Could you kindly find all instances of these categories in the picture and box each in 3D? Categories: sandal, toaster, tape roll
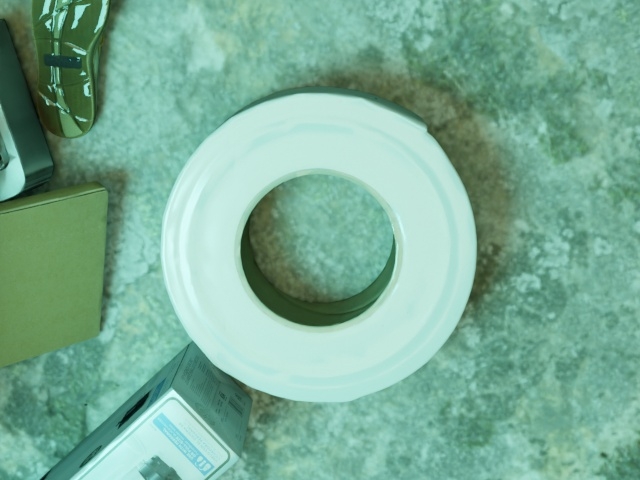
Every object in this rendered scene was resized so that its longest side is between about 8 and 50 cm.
[{"bbox_3d":[-0.226,-0.183,1.112,0.072,0.049,0.180,10,115,5],"label":"sandal"},{"bbox_3d":[-0.347,-0.095,1.095,0.168,0.110,0.185,-15,100,5],"label":"toaster"},{"bbox_3d":[0.000,0.000,1.113,0.286,0.100,0.286,0,100,2],"label":"tape roll"}]

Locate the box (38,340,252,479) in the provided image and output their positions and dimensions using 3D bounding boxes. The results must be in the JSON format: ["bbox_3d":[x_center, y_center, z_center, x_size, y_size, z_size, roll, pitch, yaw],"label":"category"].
[{"bbox_3d":[-0.201,0.236,1.125,0.290,0.169,0.087,-42,97,9],"label":"box"}]

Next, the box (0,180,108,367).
[{"bbox_3d":[-0.283,0.042,1.078,0.021,0.201,0.164,33,127,38],"label":"box"}]
